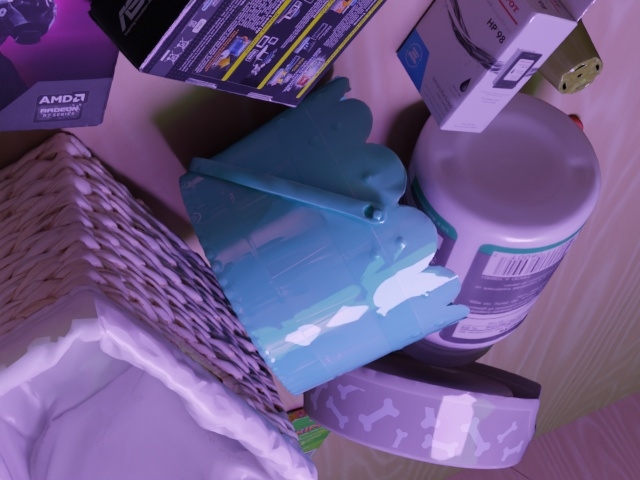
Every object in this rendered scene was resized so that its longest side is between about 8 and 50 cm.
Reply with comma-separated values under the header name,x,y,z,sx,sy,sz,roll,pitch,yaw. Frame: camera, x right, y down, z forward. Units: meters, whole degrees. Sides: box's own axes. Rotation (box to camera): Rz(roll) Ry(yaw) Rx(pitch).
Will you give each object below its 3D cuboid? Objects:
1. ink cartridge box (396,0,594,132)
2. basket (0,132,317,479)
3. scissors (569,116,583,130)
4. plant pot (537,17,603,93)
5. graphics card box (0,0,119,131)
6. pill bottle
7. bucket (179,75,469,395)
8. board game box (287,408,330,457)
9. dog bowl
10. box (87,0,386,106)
name,x,y,z,sx,sy,sz,roll,pitch,yaw
ink cartridge box,0.158,-0.197,0.790,0.060,0.104,0.180,-1,143,-37
basket,-0.241,0.146,0.784,0.331,0.266,0.328,-35,133,7
scissors,0.266,-0.063,1.204,0.109,0.021,0.297,-14,149,-24
plant pot,0.249,-0.196,0.896,0.083,0.079,0.083,-19,153,-11
graphics card box,-0.211,-0.210,0.473,0.232,0.094,0.371,-8,149,-31
pill bottle,0.183,0.006,1.058,0.204,0.204,0.361,-17,152,-17
bucket,0.000,0.000,0.830,0.183,0.281,0.281,-28,153,0
board game box,-0.039,0.385,1.715,0.124,0.039,0.259,-11,152,-27
dog bowl,0.135,0.217,1.194,0.348,0.348,0.102,11,92,-49
box,0.003,-0.215,0.574,0.270,0.060,0.216,-47,164,20
